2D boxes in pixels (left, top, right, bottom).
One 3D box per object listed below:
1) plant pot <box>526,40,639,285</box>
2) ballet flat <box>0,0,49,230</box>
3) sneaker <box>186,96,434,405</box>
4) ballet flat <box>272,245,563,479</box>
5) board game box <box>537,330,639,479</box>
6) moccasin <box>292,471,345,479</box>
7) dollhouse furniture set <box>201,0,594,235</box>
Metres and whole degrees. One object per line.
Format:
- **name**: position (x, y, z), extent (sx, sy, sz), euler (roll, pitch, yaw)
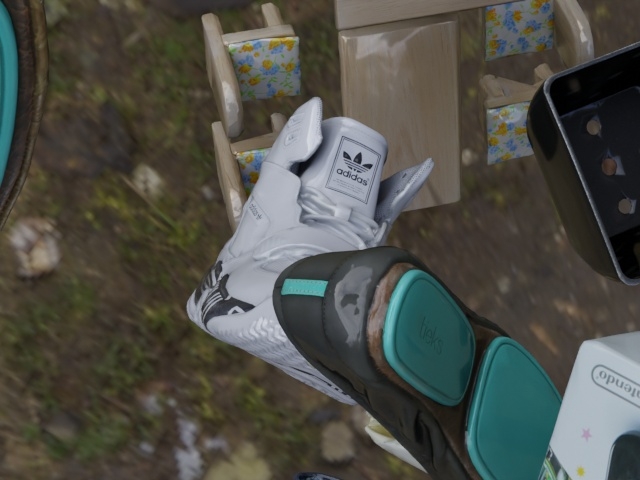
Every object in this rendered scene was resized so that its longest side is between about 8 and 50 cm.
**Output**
- **plant pot**: position (0.282, -0.075, 1.698), extent (0.187, 0.167, 0.188), euler (-22, 92, -14)
- **ballet flat**: position (-0.143, -0.126, 0.644), extent (0.116, 0.342, 0.124), euler (8, 47, 5)
- **sneaker**: position (0.000, 0.000, 1.517), extent (0.137, 0.366, 0.210), euler (27, 87, -11)
- **ballet flat**: position (0.060, 0.077, 1.087), extent (0.096, 0.280, 0.095), euler (7, 64, 33)
- **board game box**: position (0.175, 0.217, 0.790), extent (0.224, 0.097, 0.303), euler (29, 113, 39)
- **moccasin**: position (0.095, 0.281, 1.773), extent (0.342, 0.138, 0.116), euler (2, 101, 32)
- **dollhouse furniture set**: position (0.082, -0.167, 1.827), extent (0.362, 0.394, 0.256), euler (-10, 39, -7)
